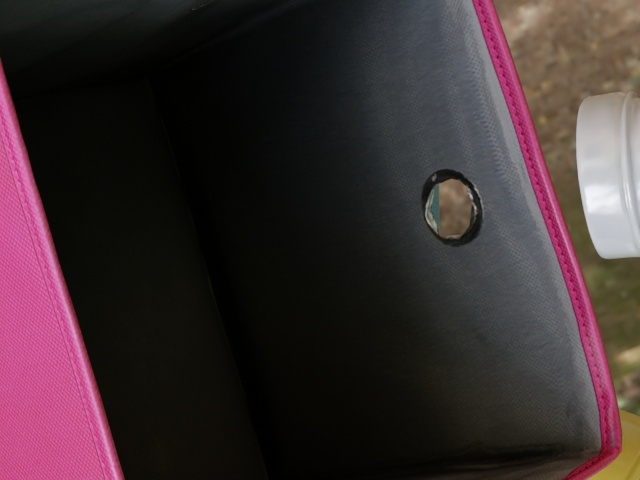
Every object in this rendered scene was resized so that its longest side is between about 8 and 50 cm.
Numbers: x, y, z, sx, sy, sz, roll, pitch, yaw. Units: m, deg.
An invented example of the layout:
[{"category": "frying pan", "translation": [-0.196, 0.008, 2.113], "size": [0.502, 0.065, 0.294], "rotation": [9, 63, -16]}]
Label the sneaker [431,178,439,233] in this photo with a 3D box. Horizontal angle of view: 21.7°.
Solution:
[{"category": "sneaker", "translation": [0.000, 0.000, 1.553], "size": [0.208, 0.319, 0.127], "rotation": [-13, 136, 20]}]

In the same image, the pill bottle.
[{"category": "pill bottle", "translation": [0.390, -0.071, 1.377], "size": [0.334, 0.188, 0.188], "rotation": [-7, 174, 21]}]

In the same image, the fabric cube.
[{"category": "fabric cube", "translation": [-0.071, 0.027, 0.728], "size": [0.259, 0.254, 0.258], "rotation": [-17, 179, -41]}]

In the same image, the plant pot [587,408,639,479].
[{"category": "plant pot", "translation": [0.184, 0.222, 1.347], "size": [0.254, 0.239, 0.254], "rotation": [-55, 169, -17]}]
